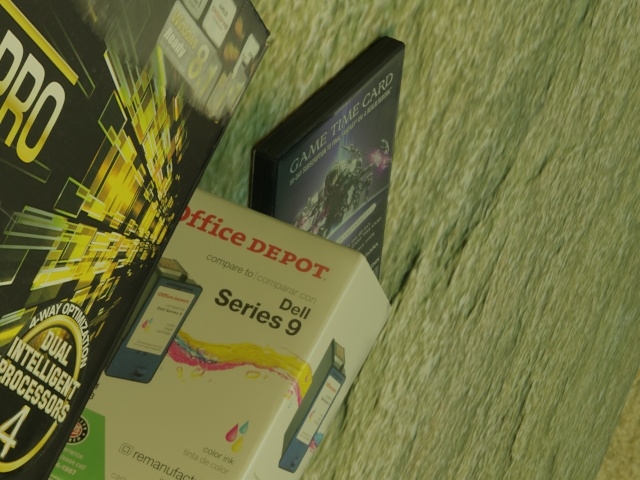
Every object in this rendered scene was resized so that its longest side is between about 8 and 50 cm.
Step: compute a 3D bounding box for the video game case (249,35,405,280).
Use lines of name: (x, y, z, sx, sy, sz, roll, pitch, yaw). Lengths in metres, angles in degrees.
video game case: (0.000, 0.000, 1.460, 0.196, 0.026, 0.274, -45, 148, -45)

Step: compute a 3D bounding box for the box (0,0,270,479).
box: (-0.178, -0.058, 0.883, 0.318, 0.097, 0.395, -66, 158, -14)

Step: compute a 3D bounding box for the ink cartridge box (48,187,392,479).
ink cartridge box: (-0.073, 0.087, 1.189, 0.212, 0.154, 0.093, -60, 156, -18)
